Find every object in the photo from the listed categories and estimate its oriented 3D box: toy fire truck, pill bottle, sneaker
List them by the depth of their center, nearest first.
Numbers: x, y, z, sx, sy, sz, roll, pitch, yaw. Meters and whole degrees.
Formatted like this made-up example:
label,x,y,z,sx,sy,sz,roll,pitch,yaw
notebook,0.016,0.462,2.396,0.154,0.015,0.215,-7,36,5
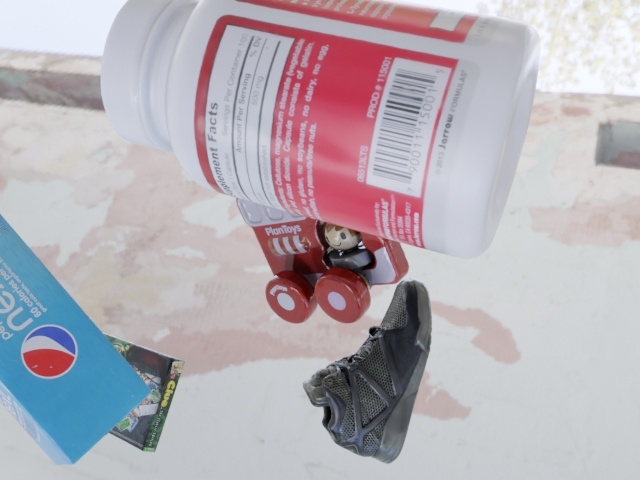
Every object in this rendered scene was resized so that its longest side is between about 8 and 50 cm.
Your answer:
label,x,y,z,sx,sy,sz,roll,pitch,yaw
pill bottle,-0.004,-0.139,0.766,0.407,0.229,0.229,16,-133,18
sneaker,0.058,0.147,0.921,0.130,0.087,0.228,18,-95,-10
toy fire truck,0.000,0.000,1.343,0.302,0.254,0.169,-7,-154,42

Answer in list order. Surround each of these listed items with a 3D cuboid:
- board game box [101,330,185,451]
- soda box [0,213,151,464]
label,x,y,z,sx,sy,sz,roll,pitch,yaw
board game box,-0.316,0.216,1.139,0.259,0.030,0.136,10,-99,41
soda box,-0.215,0.051,0.510,0.071,0.210,0.067,-43,-173,-32
